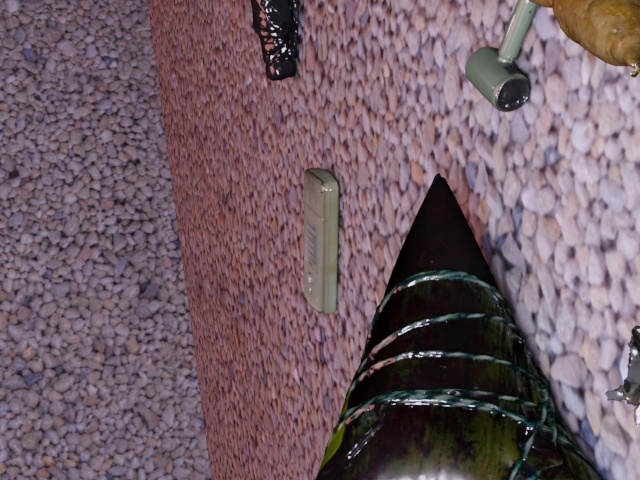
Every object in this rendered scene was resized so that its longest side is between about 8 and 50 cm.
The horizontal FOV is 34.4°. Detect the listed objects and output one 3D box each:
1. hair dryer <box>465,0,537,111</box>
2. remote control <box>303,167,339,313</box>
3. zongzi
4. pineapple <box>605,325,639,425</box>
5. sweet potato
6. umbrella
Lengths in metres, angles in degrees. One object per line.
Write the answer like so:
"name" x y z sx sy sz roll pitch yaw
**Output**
"hair dryer" 0.203 -0.212 1.064 0.071 0.047 0.150 59 138 47
"remote control" 0.000 0.000 1.684 0.098 0.038 0.233 -134 42 -62
"zongzi" 0.132 0.131 1.085 0.383 0.319 0.362 -98 8 -72
"pineapple" 0.281 0.043 0.783 0.125 0.125 0.251 -116 23 -45
"sweet potato" 0.238 -0.211 0.909 0.269 0.075 0.074 -110 22 -61
"umbrella" -0.078 -0.451 1.744 0.113 0.106 0.357 -130 31 -74
